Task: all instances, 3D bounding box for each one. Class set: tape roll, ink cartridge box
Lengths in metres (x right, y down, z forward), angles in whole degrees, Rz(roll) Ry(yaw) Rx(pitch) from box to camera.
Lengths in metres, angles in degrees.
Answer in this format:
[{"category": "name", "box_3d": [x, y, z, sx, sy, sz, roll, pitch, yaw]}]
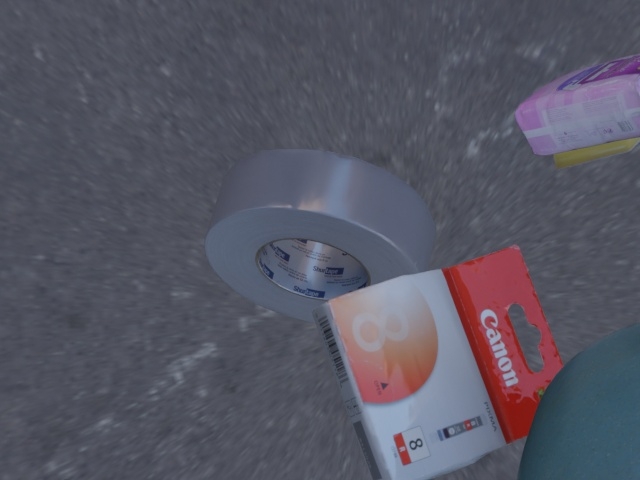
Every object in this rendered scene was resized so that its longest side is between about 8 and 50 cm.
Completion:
[{"category": "tape roll", "box_3d": [0.000, 0.000, 1.805, 0.219, 0.219, 0.072, 12, 60, 3]}, {"category": "ink cartridge box", "box_3d": [0.100, 0.090, 1.356, 0.179, 0.045, 0.145, -18, 83, -19]}]

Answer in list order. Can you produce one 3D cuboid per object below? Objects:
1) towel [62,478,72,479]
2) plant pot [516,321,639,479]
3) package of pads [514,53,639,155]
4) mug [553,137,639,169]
[{"category": "towel", "box_3d": [-0.121, 0.300, 1.051, 0.121, 0.284, 0.235, -17, 55, -12]}, {"category": "plant pot", "box_3d": [0.244, 0.167, 1.226, 0.290, 0.290, 0.195, -25, 51, 1]}, {"category": "package of pads", "box_3d": [0.137, -0.066, 0.867, 0.050, 0.083, 0.032, -36, 106, -35]}, {"category": "mug", "box_3d": [0.201, -0.082, 1.350, 0.064, 0.078, 0.062, -6, 128, 10]}]
